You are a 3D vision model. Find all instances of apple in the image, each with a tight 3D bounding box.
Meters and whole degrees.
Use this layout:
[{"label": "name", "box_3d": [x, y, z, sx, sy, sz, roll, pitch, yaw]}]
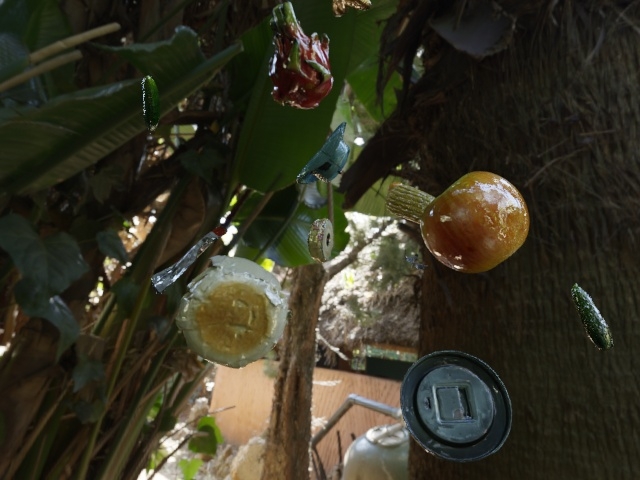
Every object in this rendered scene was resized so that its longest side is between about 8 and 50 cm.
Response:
[{"label": "apple", "box_3d": [0.409, -0.044, 1.129, 0.233, 0.286, 0.286, 50, -12, 6]}]

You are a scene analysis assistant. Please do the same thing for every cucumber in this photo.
[{"label": "cucumber", "box_3d": [0.871, 0.243, 1.361, 0.069, 0.227, 0.069, -9, -29, -5]}, {"label": "cucumber", "box_3d": [-0.392, -0.314, 0.976, 0.039, 0.039, 0.168, 11, -36, -10]}]

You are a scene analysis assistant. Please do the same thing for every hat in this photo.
[{"label": "hat", "box_3d": [0.028, -0.196, 1.031, 0.078, 0.191, 0.138, 39, -2, 2]}]

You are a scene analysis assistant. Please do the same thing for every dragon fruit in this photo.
[{"label": "dragon fruit", "box_3d": [-0.066, -0.499, 1.170, 0.198, 0.269, 0.200, -26, 13, -11]}]

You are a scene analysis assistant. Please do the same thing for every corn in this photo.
[{"label": "corn", "box_3d": [0.363, -0.137, 1.637, 0.130, 0.130, 0.347, 16, 12, -26]}]

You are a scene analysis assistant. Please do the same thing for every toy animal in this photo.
[{"label": "toy animal", "box_3d": [0.274, 0.061, 1.222, 0.084, 0.028, 0.050, 38, 29, 0]}]

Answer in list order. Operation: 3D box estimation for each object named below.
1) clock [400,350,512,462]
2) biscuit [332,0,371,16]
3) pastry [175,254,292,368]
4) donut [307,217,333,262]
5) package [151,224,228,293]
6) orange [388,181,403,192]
[{"label": "clock", "box_3d": [0.282, 0.348, 0.893, 0.226, 0.226, 0.049, 6, -33, 13]}, {"label": "biscuit", "box_3d": [0.070, -0.887, 1.508, 0.164, 0.047, 0.208, 3, -6, 34]}, {"label": "pastry", "box_3d": [-0.127, 0.105, 0.625, 0.166, 0.165, 0.088, 13, -2, -18]}, {"label": "donut", "box_3d": [0.000, 0.000, 1.565, 0.068, 0.174, 0.174, 2, -15, 15]}, {"label": "package", "box_3d": [-0.351, 0.042, 1.126, 0.030, 0.239, 0.154, 50, -13, -23]}, {"label": "orange", "box_3d": [0.362, -0.241, 1.994, 0.083, 0.070, 0.083, 2, 12, 0]}]
